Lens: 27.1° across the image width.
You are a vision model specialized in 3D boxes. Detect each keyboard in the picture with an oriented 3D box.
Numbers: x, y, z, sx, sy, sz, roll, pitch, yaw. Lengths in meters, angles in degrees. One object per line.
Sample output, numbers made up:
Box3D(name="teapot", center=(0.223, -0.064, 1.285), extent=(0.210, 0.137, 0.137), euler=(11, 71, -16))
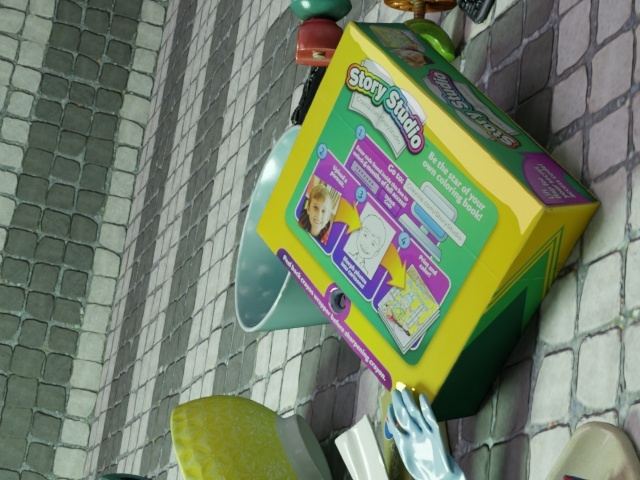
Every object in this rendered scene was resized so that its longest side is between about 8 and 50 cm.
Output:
Box3D(name="keyboard", center=(-0.020, -0.212, 2.334), extent=(0.317, 0.033, 0.201), euler=(115, 162, -46))
Box3D(name="keyboard", center=(0.231, -0.390, 1.790), extent=(0.108, 0.023, 0.180), euler=(-109, 39, -59))

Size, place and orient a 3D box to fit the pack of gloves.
Box3D(name="pack of gloves", center=(0.094, 0.291, 1.475), extent=(0.195, 0.046, 0.232), euler=(-51, 58, 48))

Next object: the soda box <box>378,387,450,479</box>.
Box3D(name="soda box", center=(0.114, 0.248, 1.591), extent=(0.181, 0.061, 0.058), euler=(-95, 26, -44))

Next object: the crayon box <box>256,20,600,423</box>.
Box3D(name="crayon box", center=(0.106, -0.027, 1.533), extent=(0.363, 0.106, 0.313), euler=(49, 126, 35))

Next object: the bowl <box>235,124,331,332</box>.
Box3D(name="bowl", center=(0.000, 0.000, 1.952), extent=(0.311, 0.163, 0.311), euler=(-166, 90, -71))

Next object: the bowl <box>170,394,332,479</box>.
Box3D(name="bowl", center=(-0.076, 0.332, 1.889), extent=(0.156, 0.289, 0.289), euler=(-27, 32, 6))

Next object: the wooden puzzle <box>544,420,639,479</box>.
Box3D(name="wooden puzzle", center=(0.215, 0.379, 1.172), extent=(0.348, 0.080, 0.322), euler=(-105, 35, -56))

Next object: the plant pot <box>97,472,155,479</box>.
Box3D(name="plant pot", center=(-0.334, 0.603, 2.275), extent=(0.334, 0.341, 0.341), euler=(-65, 19, 6))

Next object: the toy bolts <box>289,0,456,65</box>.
Box3D(name="toy bolts", center=(0.066, -0.328, 1.893), extent=(0.218, 0.228, 0.158), euler=(151, 121, -78))
